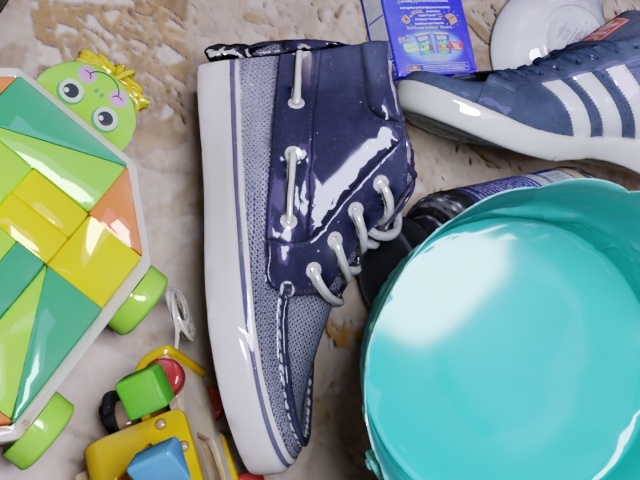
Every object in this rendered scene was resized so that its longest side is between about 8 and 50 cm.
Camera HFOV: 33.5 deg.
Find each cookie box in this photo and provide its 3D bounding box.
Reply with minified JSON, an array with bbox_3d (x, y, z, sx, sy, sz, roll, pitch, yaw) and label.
[{"bbox_3d":[0.090,-0.200,0.989,0.091,0.040,0.107,-8,83,-29],"label":"cookie box"}]

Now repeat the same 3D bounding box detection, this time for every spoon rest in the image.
[{"bbox_3d":[0.272,-0.240,1.088,0.137,0.084,0.276,41,76,-14],"label":"spoon rest"}]

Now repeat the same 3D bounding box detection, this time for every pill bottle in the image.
[{"bbox_3d":[0.147,0.010,0.927,0.219,0.123,0.123,-12,85,-30],"label":"pill bottle"}]

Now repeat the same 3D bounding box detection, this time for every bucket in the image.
[{"bbox_3d":[0.155,0.095,0.743,0.281,0.183,0.281,0,87,-4],"label":"bucket"}]

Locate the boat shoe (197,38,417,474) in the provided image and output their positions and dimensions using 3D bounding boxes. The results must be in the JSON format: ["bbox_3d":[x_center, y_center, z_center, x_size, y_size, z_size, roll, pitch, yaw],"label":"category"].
[{"bbox_3d":[0.000,0.000,0.813,0.158,0.127,0.341,-8,80,8],"label":"boat shoe"}]

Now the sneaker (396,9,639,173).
[{"bbox_3d":[0.233,-0.145,0.973,0.350,0.131,0.148,7,99,-25],"label":"sneaker"}]

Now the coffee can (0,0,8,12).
[{"bbox_3d":[-0.314,-0.293,0.697,0.275,0.201,0.202,19,70,-24],"label":"coffee can"}]

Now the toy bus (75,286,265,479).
[{"bbox_3d":[-0.117,0.163,0.755,0.104,0.202,0.191,-23,109,6],"label":"toy bus"}]

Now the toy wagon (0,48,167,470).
[{"bbox_3d":[-0.234,-0.021,0.746,0.267,0.068,0.344,40,60,-11],"label":"toy wagon"}]
